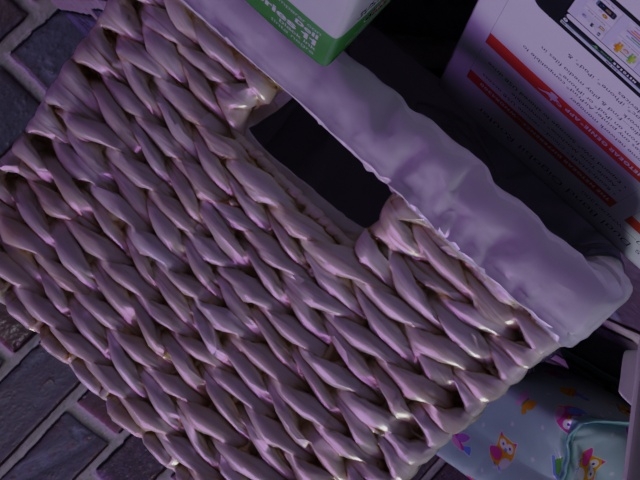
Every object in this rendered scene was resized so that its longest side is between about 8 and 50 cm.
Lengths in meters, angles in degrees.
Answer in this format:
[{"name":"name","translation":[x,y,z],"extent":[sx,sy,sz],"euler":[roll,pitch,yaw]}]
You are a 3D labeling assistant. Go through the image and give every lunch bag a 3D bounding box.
[{"name":"lunch bag","translation":[0.293,0.224,1.057],"extent":[0.262,0.160,0.223],"euler":[10,-171,-29]}]

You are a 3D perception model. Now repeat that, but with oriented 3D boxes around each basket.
[{"name":"basket","translation":[0.000,0.000,0.646],"extent":[0.328,0.266,0.331],"euler":[43,-166,10]}]

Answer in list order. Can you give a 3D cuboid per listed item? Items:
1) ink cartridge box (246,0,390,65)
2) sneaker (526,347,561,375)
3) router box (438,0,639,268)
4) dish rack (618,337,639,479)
[{"name":"ink cartridge box","translation":[0.033,-0.174,0.370],"extent":[0.087,0.153,0.208],"euler":[43,173,-2]},{"name":"sneaker","translation":[0.194,0.059,0.950],"extent":[0.153,0.101,0.268],"euler":[43,177,3]},{"name":"router box","translation":[0.220,-0.035,0.407],"extent":[0.335,0.082,0.301],"euler":[43,172,5]},{"name":"dish rack","translation":[0.270,0.234,0.690],"extent":[0.072,0.333,0.285],"euler":[-4,141,35]}]
